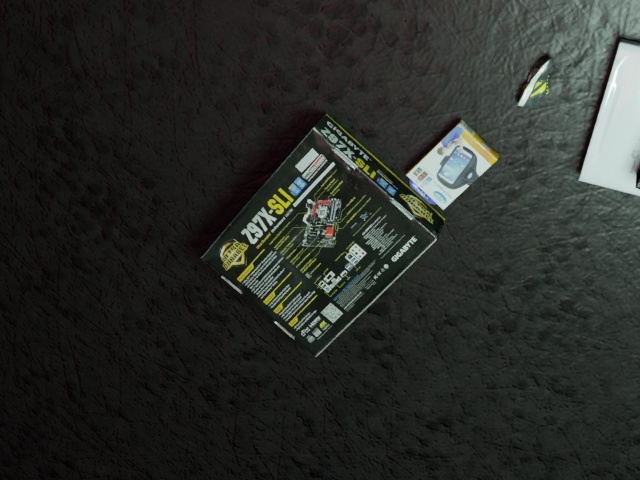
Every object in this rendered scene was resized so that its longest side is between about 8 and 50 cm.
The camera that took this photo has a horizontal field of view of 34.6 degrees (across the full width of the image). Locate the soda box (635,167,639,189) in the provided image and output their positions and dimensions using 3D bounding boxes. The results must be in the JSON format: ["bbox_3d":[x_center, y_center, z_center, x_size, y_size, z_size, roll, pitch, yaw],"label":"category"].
[{"bbox_3d":[0.489,-0.140,1.391,0.053,0.060,0.169,25,119,7],"label":"soda box"}]

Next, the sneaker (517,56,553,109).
[{"bbox_3d":[0.315,-0.225,1.475,0.035,0.031,0.083,23,123,-9],"label":"sneaker"}]

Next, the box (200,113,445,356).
[{"bbox_3d":[0.000,0.000,1.644,0.257,0.079,0.322,42,120,-2],"label":"box"}]

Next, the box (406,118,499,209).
[{"bbox_3d":[0.195,-0.110,1.563,0.081,0.028,0.136,42,117,-5],"label":"box"}]

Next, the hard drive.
[{"bbox_3d":[0.546,-0.143,1.430,0.318,0.040,0.210,16,117,10],"label":"hard drive"}]
